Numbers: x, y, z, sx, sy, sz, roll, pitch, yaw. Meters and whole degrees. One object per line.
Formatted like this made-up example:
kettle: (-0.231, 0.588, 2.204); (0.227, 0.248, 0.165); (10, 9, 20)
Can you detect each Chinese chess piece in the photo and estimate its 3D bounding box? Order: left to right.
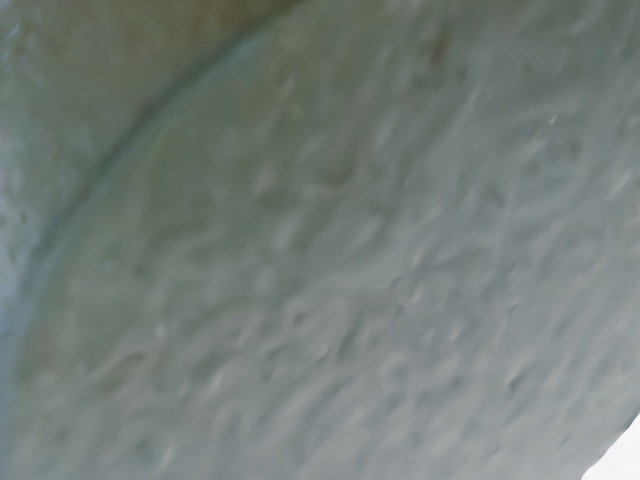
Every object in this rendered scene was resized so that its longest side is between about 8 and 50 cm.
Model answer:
Chinese chess piece: (0.000, 0.000, 0.531); (0.349, 0.349, 0.146); (-5, -143, -33)
